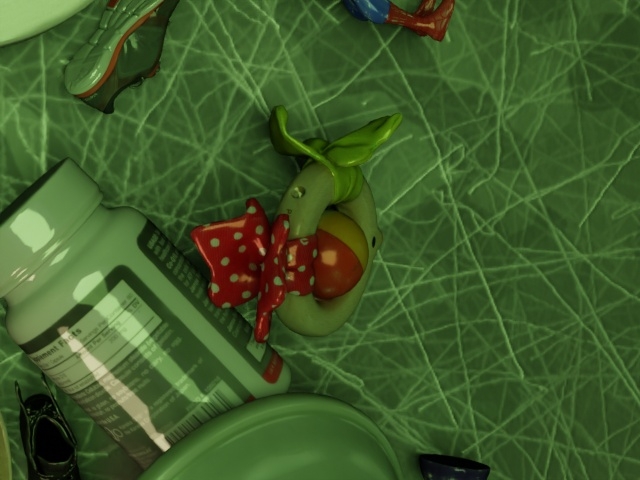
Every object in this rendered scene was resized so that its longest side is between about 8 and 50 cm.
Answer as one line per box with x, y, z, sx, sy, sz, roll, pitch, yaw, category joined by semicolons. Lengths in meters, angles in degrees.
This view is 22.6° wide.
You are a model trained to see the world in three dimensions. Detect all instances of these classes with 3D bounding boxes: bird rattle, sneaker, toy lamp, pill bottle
0.000;0.000;1.445;0.207;0.143;0.253;63;36;-46;bird rattle
-0.169;-0.184;1.473;0.158;0.061;0.065;-50;130;-6;sneaker
-0.244;0.200;1.450;0.051;0.089;0.170;-15;97;-13;sneaker
0.113;0.351;1.560;0.080;0.080;0.275;8;92;-15;toy lamp
-0.175;0.073;1.424;0.161;0.161;0.283;-45;102;-8;pill bottle

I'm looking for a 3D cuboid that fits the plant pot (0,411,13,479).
-0.414;0.230;1.339;0.191;0.284;0.284;2;93;20;plant pot

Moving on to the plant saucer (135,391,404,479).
-0.046;0.333;1.400;0.400;0.100;0.400;-21;122;-37;plant saucer

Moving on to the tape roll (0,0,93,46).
-0.327;-0.358;1.404;0.392;0.072;0.392;-1;94;-15;tape roll

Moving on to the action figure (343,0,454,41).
-0.010;-0.283;1.483;0.280;0.091;0.139;11;97;-16;action figure
